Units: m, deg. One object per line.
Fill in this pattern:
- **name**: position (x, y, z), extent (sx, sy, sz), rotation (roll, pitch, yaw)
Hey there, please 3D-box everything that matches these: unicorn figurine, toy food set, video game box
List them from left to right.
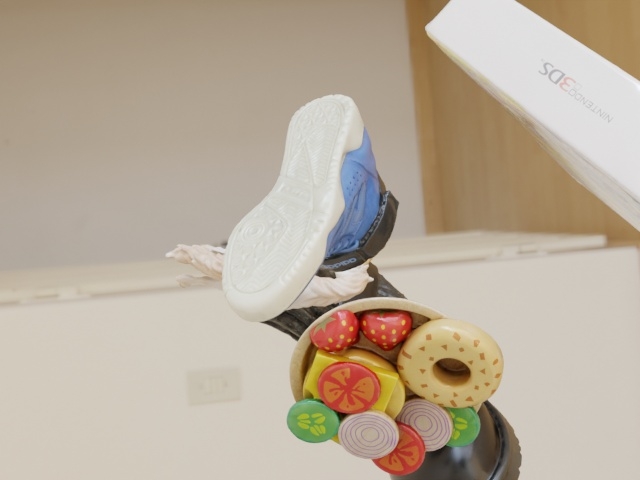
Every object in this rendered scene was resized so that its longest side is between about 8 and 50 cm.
- **unicorn figurine**: position (-0.035, 0.029, 0.754), extent (0.111, 0.162, 0.060), rotation (2, 95, 36)
- **toy food set**: position (0.028, 0.060, 0.394), extent (0.020, 0.083, 0.083), rotation (-80, 7, -60)
- **video game box**: position (0.167, -0.036, 0.504), extent (0.048, 0.187, 0.205), rotation (-50, 43, 12)

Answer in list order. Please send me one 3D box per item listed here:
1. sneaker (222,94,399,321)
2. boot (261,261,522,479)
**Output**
- **sneaker**: position (0.001, 0.000, 0.521), extent (0.085, 0.058, 0.152), rotation (61, -147, -38)
- **boot**: position (0.046, 0.119, 0.979), extent (0.260, 0.131, 0.348), rotation (44, -170, -24)
